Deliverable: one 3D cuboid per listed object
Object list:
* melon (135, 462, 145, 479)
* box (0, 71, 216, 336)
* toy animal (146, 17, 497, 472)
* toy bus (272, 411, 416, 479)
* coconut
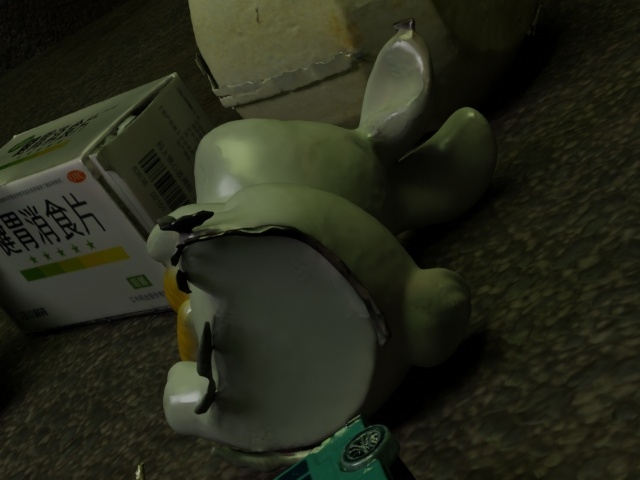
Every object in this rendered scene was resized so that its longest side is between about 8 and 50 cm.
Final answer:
[{"bbox_3d":[-0.077,0.188,0.599,0.114,0.114,0.167,-24,65,28],"label":"melon"},{"bbox_3d":[-0.220,-0.027,1.239,0.333,0.173,0.145,-12,32,48],"label":"box"},{"bbox_3d":[-0.007,-0.001,0.862,0.247,0.183,0.310,-23,19,19],"label":"toy animal"},{"bbox_3d":[0.024,0.160,0.593,0.092,0.079,0.160,-36,19,2],"label":"toy bus"},{"bbox_3d":[0.029,-0.234,1.143,0.323,0.323,0.323,-31,21,13],"label":"coconut"}]
